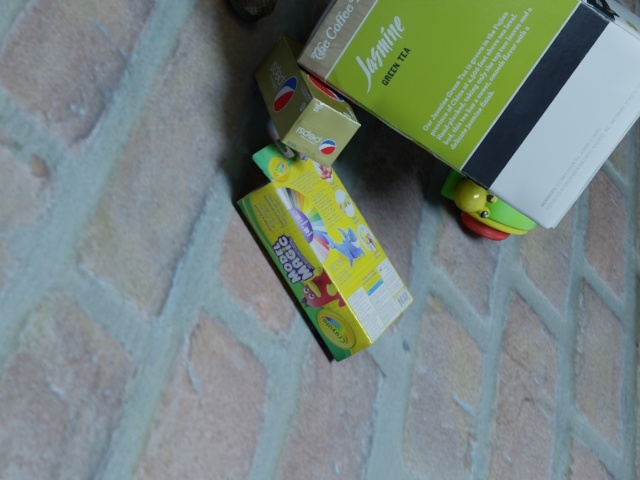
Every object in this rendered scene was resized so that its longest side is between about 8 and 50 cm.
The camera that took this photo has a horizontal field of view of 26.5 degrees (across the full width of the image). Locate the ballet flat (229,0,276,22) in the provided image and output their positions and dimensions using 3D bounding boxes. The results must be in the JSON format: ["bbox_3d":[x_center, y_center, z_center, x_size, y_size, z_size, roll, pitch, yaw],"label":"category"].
[{"bbox_3d":[-0.084,-0.358,1.538,0.084,0.058,0.250,22,47,-44],"label":"ballet flat"}]

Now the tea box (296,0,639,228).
[{"bbox_3d":[0.178,-0.223,1.493,0.323,0.220,0.329,34,18,-4],"label":"tea box"}]

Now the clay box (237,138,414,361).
[{"bbox_3d":[0.000,0.000,1.391,0.222,0.053,0.127,57,30,-3],"label":"clay box"}]

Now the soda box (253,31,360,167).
[{"bbox_3d":[-0.017,-0.149,1.406,0.061,0.058,0.181,28,19,-26],"label":"soda box"}]

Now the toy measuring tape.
[{"bbox_3d":[0.255,-0.068,1.742,0.330,0.121,0.121,-18,81,-62],"label":"toy measuring tape"}]
